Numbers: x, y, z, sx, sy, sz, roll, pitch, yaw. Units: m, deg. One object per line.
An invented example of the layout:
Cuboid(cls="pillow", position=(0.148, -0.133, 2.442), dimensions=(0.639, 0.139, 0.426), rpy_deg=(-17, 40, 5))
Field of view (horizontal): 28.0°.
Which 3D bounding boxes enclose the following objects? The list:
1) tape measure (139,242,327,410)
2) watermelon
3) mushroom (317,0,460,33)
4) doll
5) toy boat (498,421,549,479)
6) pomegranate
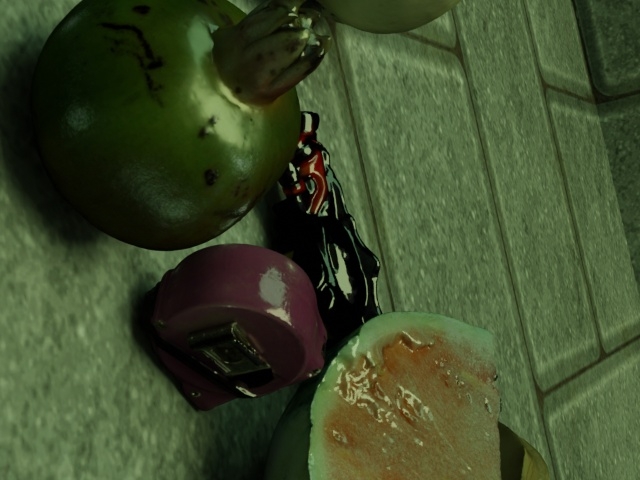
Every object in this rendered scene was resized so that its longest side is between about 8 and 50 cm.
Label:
Cuboid(cls="tape measure", position=(-0.057, 0.063, 0.899), dimensions=(0.125, 0.118, 0.074), rpy_deg=(51, 32, -39))
Cuboid(cls="watermelon", position=(0.039, 0.173, 0.982), dimensions=(0.260, 0.176, 0.256), rpy_deg=(19, 86, -44))
Cuboid(cls="mushroom", position=(0.070, -0.373, 1.200), dimensions=(0.356, 0.315, 0.315), rpy_deg=(68, 21, -52))
Cuboid(cls="doll", position=(-0.002, 0.001, 1.116), dimensions=(0.127, 0.088, 0.248), rpy_deg=(-11, 79, -46))
Cuboid(cls="toy boat", position=(0.172, 0.259, 1.326), dimensions=(0.061, 0.116, 0.188), rpy_deg=(54, 32, -30))
Cuboid(cls="pomegranate", position=(-0.079, -0.091, 0.812), dimensions=(0.180, 0.210, 0.180), rpy_deg=(36, 39, -36))
